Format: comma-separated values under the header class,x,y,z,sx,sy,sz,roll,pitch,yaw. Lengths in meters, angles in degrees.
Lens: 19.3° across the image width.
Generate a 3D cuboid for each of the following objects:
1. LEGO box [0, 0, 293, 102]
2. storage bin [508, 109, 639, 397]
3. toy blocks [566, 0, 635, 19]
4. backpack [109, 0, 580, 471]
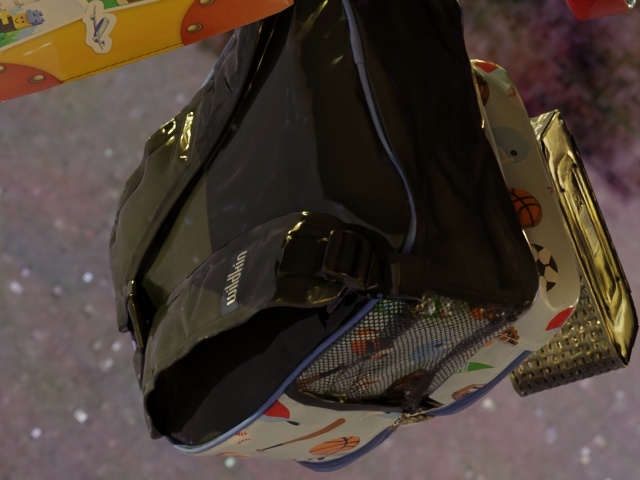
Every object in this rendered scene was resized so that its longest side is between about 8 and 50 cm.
class,x,y,z,sx,sy,sz,roll,pitch,yaw
LEGO box,-0.189,-0.332,0.785,0.500,0.193,0.372,61,-168,-69
storage bin,0.161,0.008,1.374,0.180,0.084,0.122,69,-160,-11
toy blocks,0.154,-0.308,1.144,0.191,0.261,0.381,16,166,25
backpack,0.000,0.000,1.071,0.213,0.263,0.276,21,-136,-35
